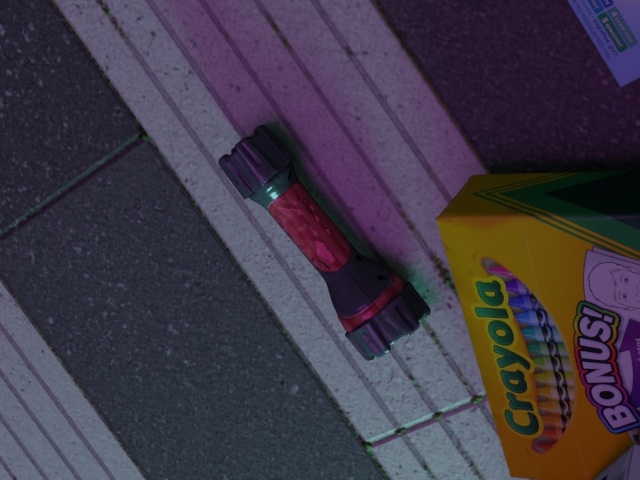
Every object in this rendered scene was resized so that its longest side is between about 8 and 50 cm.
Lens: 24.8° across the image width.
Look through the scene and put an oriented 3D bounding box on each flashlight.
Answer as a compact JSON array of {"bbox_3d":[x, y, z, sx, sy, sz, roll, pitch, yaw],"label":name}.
[{"bbox_3d":[0.000,0.000,1.734,0.304,0.103,0.103,51,131,-4],"label":"flashlight"}]

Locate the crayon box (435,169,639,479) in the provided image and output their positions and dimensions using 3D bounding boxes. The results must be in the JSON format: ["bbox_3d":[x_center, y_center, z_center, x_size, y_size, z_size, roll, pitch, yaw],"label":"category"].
[{"bbox_3d":[0.323,0.103,1.572,0.313,0.106,0.363,-1,121,31],"label":"crayon box"}]

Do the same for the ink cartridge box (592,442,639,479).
[{"bbox_3d":[0.460,0.313,1.550,0.332,0.065,0.165,16,154,1],"label":"ink cartridge box"}]

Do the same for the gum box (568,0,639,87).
[{"bbox_3d":[0.333,-0.258,1.418,0.184,0.041,0.157,-27,100,38],"label":"gum box"}]
